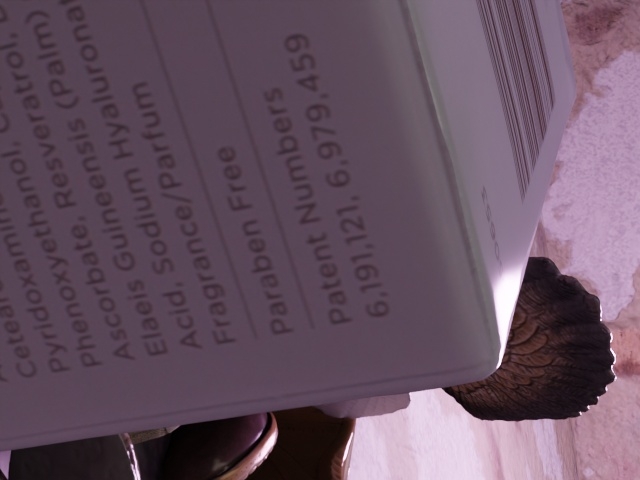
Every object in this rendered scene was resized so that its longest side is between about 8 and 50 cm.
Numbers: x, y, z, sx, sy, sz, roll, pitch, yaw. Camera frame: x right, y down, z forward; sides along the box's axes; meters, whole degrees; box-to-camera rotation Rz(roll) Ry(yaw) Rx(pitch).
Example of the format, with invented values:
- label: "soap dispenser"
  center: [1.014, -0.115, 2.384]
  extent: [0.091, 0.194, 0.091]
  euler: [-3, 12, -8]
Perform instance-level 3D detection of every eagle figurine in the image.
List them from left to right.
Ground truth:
- label: "eagle figurine"
  center: [0.058, 0.045, 1.012]
  extent: [0.225, 0.226, 0.298]
  euler: [59, 4, -14]

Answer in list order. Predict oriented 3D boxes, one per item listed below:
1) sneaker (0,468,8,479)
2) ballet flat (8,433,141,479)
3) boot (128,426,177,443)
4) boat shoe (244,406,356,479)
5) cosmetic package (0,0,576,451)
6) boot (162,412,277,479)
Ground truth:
- label: "sneaker"
  center: [-0.202, 0.170, 0.715]
  extent: [0.106, 0.123, 0.290]
  euler: [45, -17, 28]
- label: "ballet flat"
  center: [-0.136, 0.206, 0.880]
  extent: [0.058, 0.084, 0.250]
  euler: [-88, 165, -75]
- label: "boot"
  center: [-0.105, 0.040, 0.880]
  extent: [0.077, 0.213, 0.165]
  euler: [57, -5, 48]
- label: "boat shoe"
  center: [-0.033, 0.234, 1.090]
  extent: [0.341, 0.121, 0.110]
  euler: [-60, 157, -63]
- label: "cosmetic package"
  center: [-0.127, -0.124, 0.588]
  extent: [0.329, 0.393, 0.327]
  euler: [-59, 135, -64]
- label: "boot"
  center: [-0.108, 0.066, 1.074]
  extent: [0.207, 0.090, 0.248]
  euler: [59, 25, -18]
